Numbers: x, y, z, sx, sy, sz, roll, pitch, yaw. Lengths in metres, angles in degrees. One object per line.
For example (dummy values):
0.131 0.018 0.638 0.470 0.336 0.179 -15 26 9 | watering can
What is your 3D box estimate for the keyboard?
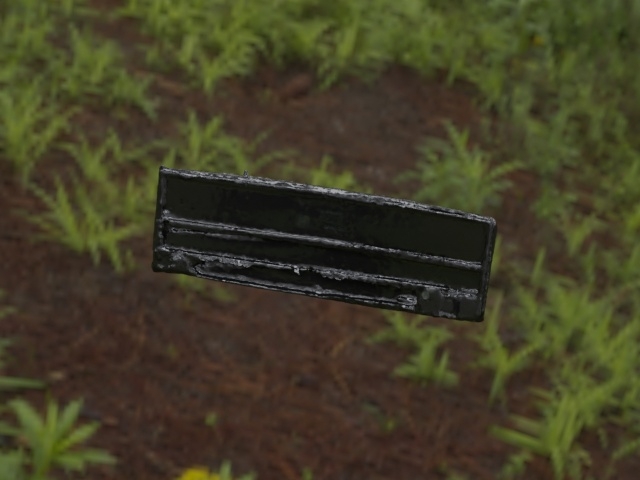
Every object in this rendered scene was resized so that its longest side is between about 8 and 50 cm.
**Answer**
0.000 0.000 1.259 0.250 0.087 0.017 9 12 11 | keyboard
